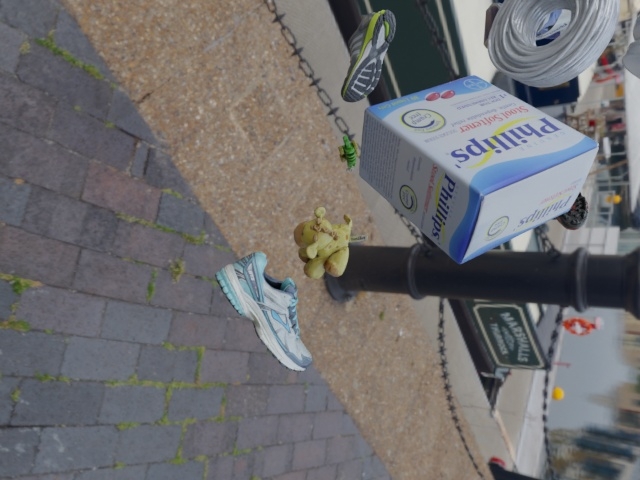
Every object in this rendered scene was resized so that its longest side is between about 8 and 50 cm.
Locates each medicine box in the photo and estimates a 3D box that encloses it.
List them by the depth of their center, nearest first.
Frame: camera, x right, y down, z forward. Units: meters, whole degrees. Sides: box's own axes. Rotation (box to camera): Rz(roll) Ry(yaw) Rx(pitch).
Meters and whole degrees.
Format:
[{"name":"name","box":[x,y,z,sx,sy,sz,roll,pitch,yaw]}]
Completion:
[{"name":"medicine box","box":[0.256,-0.138,0.861,0.263,0.289,0.149,-22,137,-23]}]

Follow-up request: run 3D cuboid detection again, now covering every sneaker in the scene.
[{"name":"sneaker","box":[-0.084,0.146,1.009,0.122,0.110,0.283,-36,110,-2]},{"name":"sneaker","box":[0.576,-0.572,1.311,0.182,0.315,0.128,-2,106,-11]},{"name":"sneaker","box":[0.761,-0.103,1.554,0.276,0.097,0.135,-80,163,-52]},{"name":"sneaker","box":[0.138,-0.595,1.614,0.111,0.121,0.300,16,102,-42]}]

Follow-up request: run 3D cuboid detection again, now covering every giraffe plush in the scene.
[{"name":"giraffe plush","box":[0.000,0.000,1.353,0.170,0.210,0.182,24,45,-56]}]

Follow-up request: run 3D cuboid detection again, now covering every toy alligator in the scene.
[{"name":"toy alligator","box":[0.094,-0.254,1.551,0.190,0.056,0.051,73,-5,-62]}]

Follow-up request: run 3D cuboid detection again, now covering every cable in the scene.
[{"name":"cable","box":[0.488,-0.458,1.055,0.089,0.257,0.257,10,93,-40]}]

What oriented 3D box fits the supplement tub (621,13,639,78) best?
[{"name":"supplement tub","box":[0.815,-0.487,1.016,0.241,0.241,0.332,8,114,-53]}]
